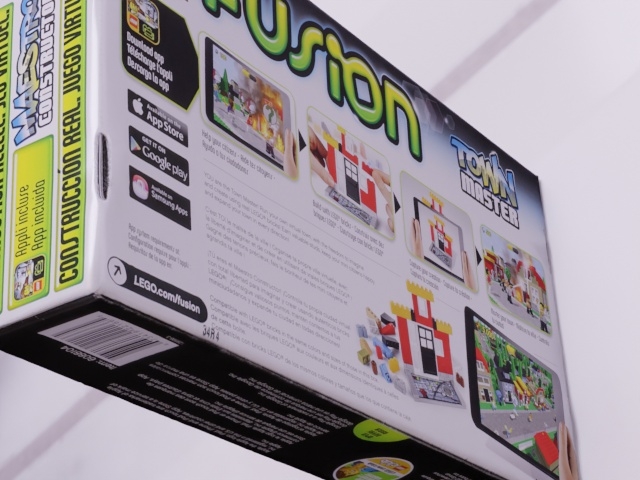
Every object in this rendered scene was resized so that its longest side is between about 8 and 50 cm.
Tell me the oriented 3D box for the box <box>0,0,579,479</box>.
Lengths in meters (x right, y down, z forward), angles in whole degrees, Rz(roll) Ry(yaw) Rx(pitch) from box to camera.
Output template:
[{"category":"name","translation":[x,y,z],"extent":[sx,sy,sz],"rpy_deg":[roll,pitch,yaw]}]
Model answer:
[{"category":"box","translation":[0.000,0.000,0.406],"extent":[0.036,0.207,0.114],"rpy_deg":[-20,58,30]}]
